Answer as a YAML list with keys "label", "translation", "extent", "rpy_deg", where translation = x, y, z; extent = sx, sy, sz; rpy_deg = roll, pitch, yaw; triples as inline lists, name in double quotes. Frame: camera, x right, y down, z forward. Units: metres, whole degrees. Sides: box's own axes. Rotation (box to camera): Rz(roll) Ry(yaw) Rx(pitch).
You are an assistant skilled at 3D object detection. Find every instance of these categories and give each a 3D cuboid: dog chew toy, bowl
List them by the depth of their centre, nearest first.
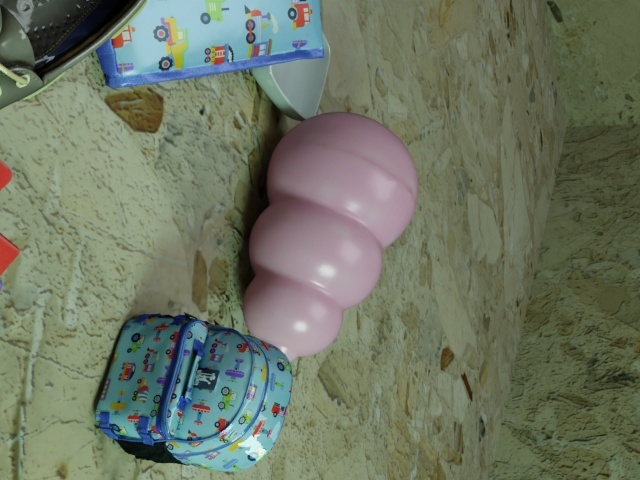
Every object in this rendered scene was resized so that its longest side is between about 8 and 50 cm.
- label: "dog chew toy"
  translation: [0.000, 0.000, 1.077]
  extent: [0.206, 0.206, 0.332]
  rpy_deg: [48, 59, -53]
- label: "bowl"
  translation: [-0.046, -0.244, 1.117]
  extent: [0.142, 0.053, 0.142]
  rpy_deg: [46, 51, -53]

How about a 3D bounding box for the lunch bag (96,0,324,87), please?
- label: "lunch bag"
  translation: [-0.141, -0.289, 0.878]
  extent: [0.293, 0.138, 0.221]
  rpy_deg: [-23, 114, -48]

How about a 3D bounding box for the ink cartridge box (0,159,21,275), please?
- label: "ink cartridge box"
  translation: [-0.302, 0.013, 0.540]
  extent: [0.231, 0.078, 0.134]
  rpy_deg: [-54, 141, -16]

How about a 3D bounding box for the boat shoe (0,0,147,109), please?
- label: "boat shoe"
  translation: [-0.256, -0.161, 0.645]
  extent: [0.324, 0.096, 0.117]
  rpy_deg: [-49, 133, -39]

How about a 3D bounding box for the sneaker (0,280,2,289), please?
- label: "sneaker"
  translation: [-0.293, 0.101, 0.645]
  extent: [0.068, 0.071, 0.170]
  rpy_deg: [24, 71, -60]

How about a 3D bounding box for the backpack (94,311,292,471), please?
- label: "backpack"
  translation: [-0.124, 0.157, 0.858]
  extent: [0.117, 0.173, 0.158]
  rpy_deg: [52, 48, -50]
